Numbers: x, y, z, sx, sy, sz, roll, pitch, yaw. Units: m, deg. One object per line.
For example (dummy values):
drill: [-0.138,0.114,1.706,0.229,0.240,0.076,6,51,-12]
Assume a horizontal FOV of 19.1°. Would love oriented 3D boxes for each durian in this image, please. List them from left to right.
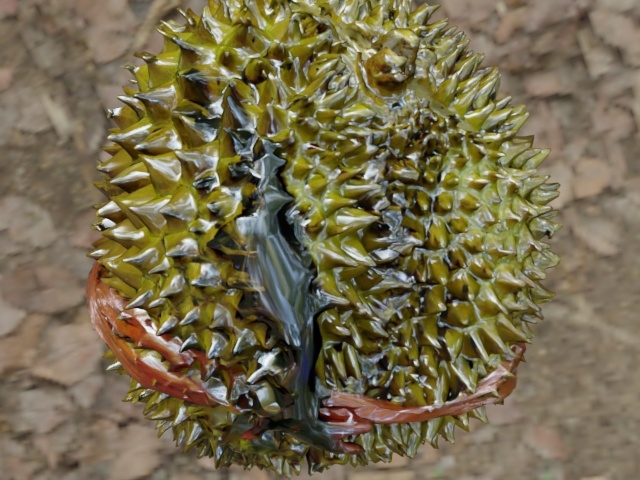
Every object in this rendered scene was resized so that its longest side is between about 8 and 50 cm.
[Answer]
durian: [-0.005,0.000,1.326,0.347,0.384,0.347,14,43,-14]
